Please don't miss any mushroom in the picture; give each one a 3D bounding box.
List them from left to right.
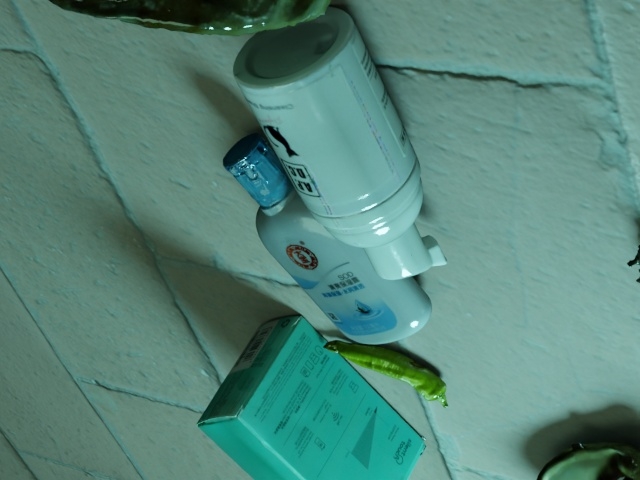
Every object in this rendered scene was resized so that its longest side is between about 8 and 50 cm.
[{"bbox_3d":[0.433,0.378,1.904,0.212,0.217,0.292,-6,170,-16],"label":"mushroom"}]

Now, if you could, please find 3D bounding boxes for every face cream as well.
[{"bbox_3d":[0.000,0.000,1.797,0.163,0.080,0.336,-12,128,46],"label":"face cream"},{"bbox_3d":[0.041,-0.081,1.597,0.145,0.145,0.369,3,136,37],"label":"face cream"}]

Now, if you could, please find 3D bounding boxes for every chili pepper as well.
[{"bbox_3d":[0.097,0.178,1.992,0.208,0.043,0.049,25,172,19],"label":"chili pepper"}]

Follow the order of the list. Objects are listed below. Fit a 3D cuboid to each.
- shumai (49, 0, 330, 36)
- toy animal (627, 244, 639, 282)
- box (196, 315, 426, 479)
[{"bbox_3d":[-0.135,-0.362,1.364,0.330,0.292,0.288,12,106,16],"label":"shumai"},{"bbox_3d":[0.388,0.015,1.529,0.065,0.047,0.135,39,148,-1],"label":"toy animal"},{"bbox_3d":[-0.010,0.291,2.073,0.311,0.205,0.118,46,147,-20],"label":"box"}]
